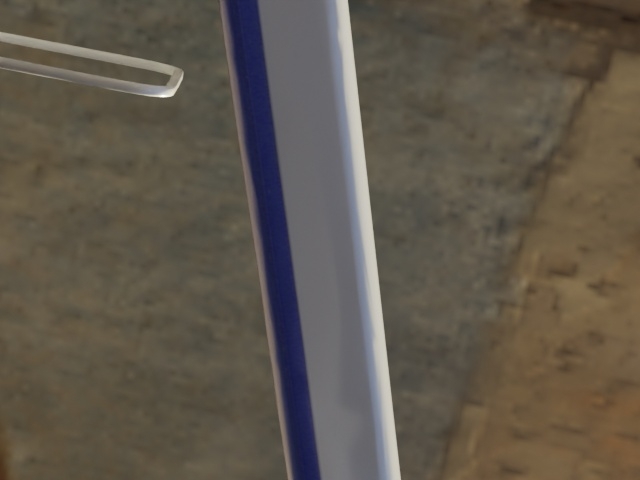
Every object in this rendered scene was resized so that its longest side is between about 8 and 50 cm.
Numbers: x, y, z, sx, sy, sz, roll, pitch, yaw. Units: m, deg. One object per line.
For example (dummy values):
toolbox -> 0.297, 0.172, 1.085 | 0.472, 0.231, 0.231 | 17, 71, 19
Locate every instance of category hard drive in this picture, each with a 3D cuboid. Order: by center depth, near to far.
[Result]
hard drive -> 0.000, 0.000, 0.713 | 0.210, 0.040, 0.318 | -93, 176, -65

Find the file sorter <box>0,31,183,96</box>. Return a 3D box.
file sorter -> -0.154, -0.244, 1.199 | 0.193, 0.173, 0.277 | -100, -160, -80
